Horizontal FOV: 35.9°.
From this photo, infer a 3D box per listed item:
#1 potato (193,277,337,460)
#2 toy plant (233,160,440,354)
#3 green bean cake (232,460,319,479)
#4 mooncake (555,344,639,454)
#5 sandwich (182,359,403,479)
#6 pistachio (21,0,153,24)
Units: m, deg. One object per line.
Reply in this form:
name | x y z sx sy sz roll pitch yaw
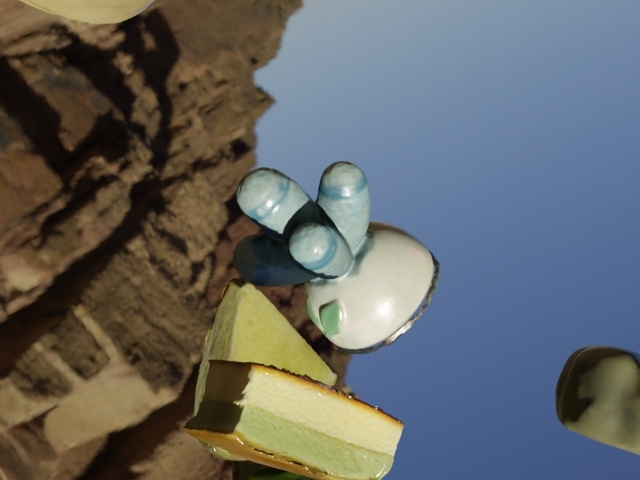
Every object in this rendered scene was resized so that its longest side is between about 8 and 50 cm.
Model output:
potato | -0.136 0.242 1.638 0.112 0.269 0.255 -11 -142 49
toy plant | 0.000 0.000 1.537 0.247 0.332 0.247 -30 -145 24
green bean cake | -0.030 0.420 1.735 0.249 0.156 0.247 2 -165 -6
mooncake | 0.478 0.234 1.440 0.275 0.135 0.275 13 179 0
sandwich | -0.039 0.228 1.225 0.186 0.220 0.108 -12 -124 61
pistachio | -0.227 -0.269 0.884 0.135 0.136 0.226 -12 171 38
